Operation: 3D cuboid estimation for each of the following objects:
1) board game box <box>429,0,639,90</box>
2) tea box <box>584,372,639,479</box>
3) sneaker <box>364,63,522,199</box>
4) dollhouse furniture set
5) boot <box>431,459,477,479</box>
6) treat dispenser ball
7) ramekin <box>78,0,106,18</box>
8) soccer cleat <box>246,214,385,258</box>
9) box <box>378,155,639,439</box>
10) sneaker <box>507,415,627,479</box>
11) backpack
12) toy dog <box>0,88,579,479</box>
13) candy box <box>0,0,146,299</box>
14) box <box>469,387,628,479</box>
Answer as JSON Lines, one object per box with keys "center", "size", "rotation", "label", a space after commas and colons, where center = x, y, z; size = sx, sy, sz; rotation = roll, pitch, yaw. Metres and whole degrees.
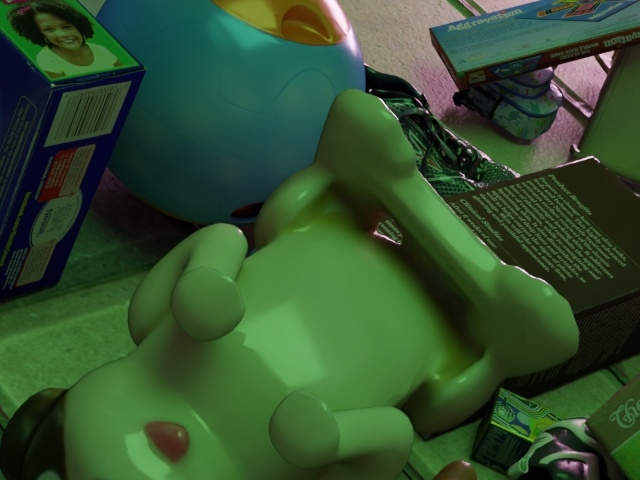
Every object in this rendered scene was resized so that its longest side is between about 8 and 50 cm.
{"center": [0.284, -0.255, 2.163], "size": [0.281, 0.027, 0.145], "rotation": [-14, 31, -3], "label": "board game box"}
{"center": [0.469, 0.177, 1.579], "size": [0.323, 0.329, 0.220], "rotation": [51, 12, 12], "label": "tea box"}
{"center": [0.110, -0.107, 2.007], "size": [0.299, 0.112, 0.121], "rotation": [28, 37, 4], "label": "sneaker"}
{"center": [0.389, -0.185, 2.275], "size": [0.212, 0.161, 0.242], "rotation": [21, 15, -4], "label": "dollhouse furniture set"}
{"center": [0.079, 0.247, 1.410], "size": [0.109, 0.283, 0.220], "rotation": [27, 44, 20], "label": "boot"}
{"center": [-0.099, -0.157, 1.803], "size": [0.288, 0.288, 0.288], "rotation": [15, 38, -12], "label": "treat dispenser ball"}
{"center": [-0.322, -0.227, 1.916], "size": [0.207, 0.109, 0.207], "rotation": [15, 38, -12], "label": "ramekin"}
{"center": [0.000, 0.000, 1.859], "size": [0.095, 0.083, 0.248], "rotation": [16, 30, 42], "label": "soccer cleat"}
{"center": [0.202, 0.048, 1.849], "size": [0.381, 0.143, 0.191], "rotation": [-16, 52, -39], "label": "box"}
{"center": [0.250, 0.275, 1.597], "size": [0.153, 0.094, 0.235], "rotation": [-15, 73, -51], "label": "sneaker"}
{"center": [0.241, -0.184, 2.198], "size": [0.114, 0.084, 0.105], "rotation": [38, 41, 13], "label": "backpack"}
{"center": [-0.068, 0.123, 1.465], "size": [0.408, 0.395, 0.284], "rotation": [-38, 92, -25], "label": "toy dog"}
{"center": [-0.338, -0.142, 1.670], "size": [0.317, 0.268, 0.122], "rotation": [44, 36, 24], "label": "candy box"}
{"center": [0.236, 0.212, 1.735], "size": [0.169, 0.054, 0.059], "rotation": [25, 37, 0], "label": "box"}
